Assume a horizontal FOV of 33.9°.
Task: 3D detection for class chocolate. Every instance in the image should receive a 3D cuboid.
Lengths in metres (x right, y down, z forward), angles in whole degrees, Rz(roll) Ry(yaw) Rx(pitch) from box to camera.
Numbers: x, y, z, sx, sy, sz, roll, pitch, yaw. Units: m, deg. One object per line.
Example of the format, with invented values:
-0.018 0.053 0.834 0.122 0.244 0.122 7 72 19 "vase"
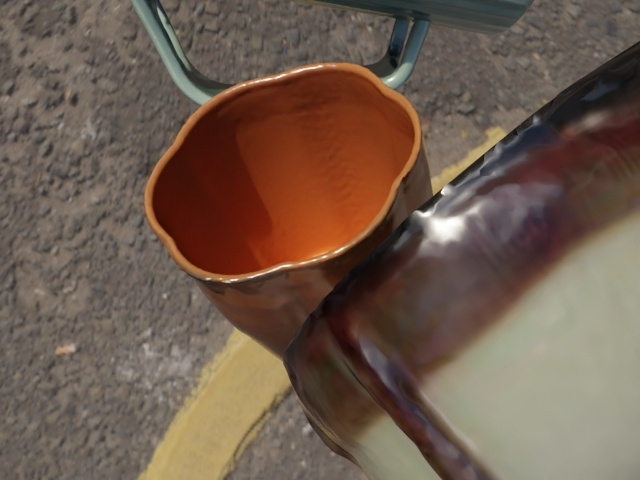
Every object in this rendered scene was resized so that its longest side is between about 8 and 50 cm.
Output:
0.133 0.057 0.538 0.283 0.283 0.186 -43 79 14 "chocolate"

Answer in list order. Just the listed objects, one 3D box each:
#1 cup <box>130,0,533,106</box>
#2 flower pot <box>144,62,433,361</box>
0.000 -0.331 0.984 0.392 0.310 0.401 13 140 -12 "cup"
0.000 0.000 0.732 0.190 0.191 0.173 -22 137 6 "flower pot"
